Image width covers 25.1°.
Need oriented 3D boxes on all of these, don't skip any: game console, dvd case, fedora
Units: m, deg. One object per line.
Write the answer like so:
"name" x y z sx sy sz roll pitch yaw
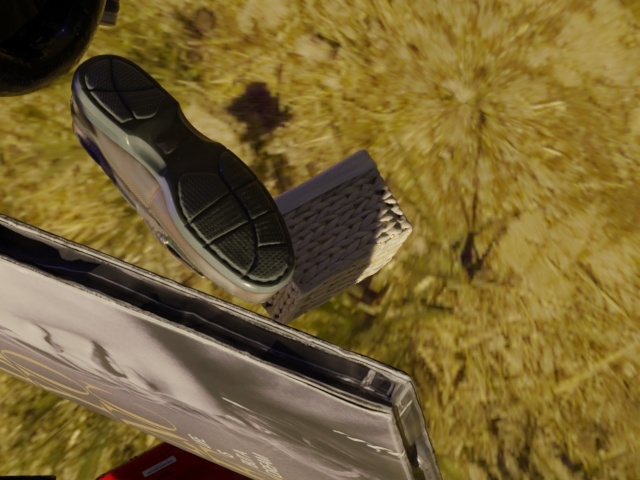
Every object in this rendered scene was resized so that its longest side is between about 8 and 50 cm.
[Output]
"game console" -0.125 0.236 1.380 0.144 0.085 0.124 -29 101 10
"dvd case" -0.067 0.034 0.446 0.221 0.164 0.018 21 71 17
"fedora" -0.346 -0.300 1.362 0.152 0.334 0.334 -1 96 33

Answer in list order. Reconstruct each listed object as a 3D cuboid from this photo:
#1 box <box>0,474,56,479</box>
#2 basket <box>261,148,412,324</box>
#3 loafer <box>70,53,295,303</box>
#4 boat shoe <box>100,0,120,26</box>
"box" -0.335 0.346 1.596 0.078 0.180 0.147 2 71 -12
"basket" 0.000 0.000 1.498 0.167 0.113 0.103 -31 77 -27
"loafer" -0.123 -0.045 1.242 0.267 0.096 0.084 50 142 15
"boat shoe" -0.333 -0.340 1.734 0.285 0.103 0.092 35 105 41
